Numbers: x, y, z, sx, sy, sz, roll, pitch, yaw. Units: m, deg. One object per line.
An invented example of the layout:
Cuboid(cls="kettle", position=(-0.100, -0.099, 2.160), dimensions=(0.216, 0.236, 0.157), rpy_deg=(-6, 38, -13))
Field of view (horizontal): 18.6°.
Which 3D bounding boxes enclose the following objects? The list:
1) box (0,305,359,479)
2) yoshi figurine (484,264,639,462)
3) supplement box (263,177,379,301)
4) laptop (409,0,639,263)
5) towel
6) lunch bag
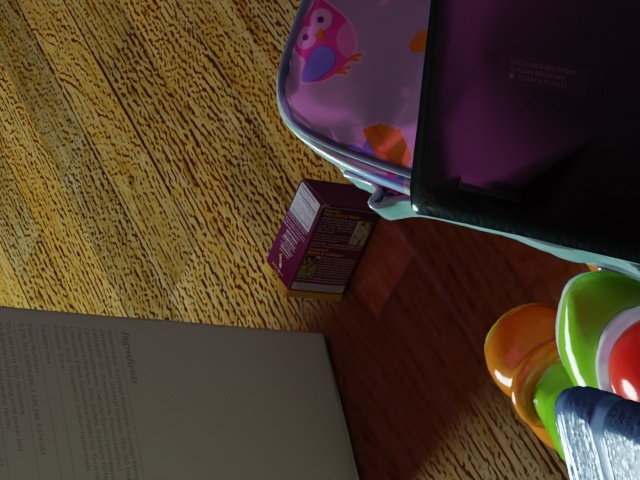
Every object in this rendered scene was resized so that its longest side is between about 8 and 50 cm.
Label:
Cuboid(cls="box", position=(-0.174, 0.176, 1.448), dimensions=(0.215, 0.345, 0.168), rpy_deg=(-44, 51, 44))
Cuboid(cls="yoshi figurine", position=(0.242, 0.120, 1.012), dimensions=(0.362, 0.203, 0.203), rpy_deg=(-133, 38, -63))
Cuboid(cls="supplement box", position=(0.000, 0.000, 1.484), dimensions=(0.043, 0.055, 0.083), rpy_deg=(51, 125, 47))
Cuboid(cls="laptop", position=(0.278, -0.190, 0.871), dimensions=(0.382, 0.236, 0.408), rpy_deg=(14, 108, 24))
Cuboid(cls="towel", position=(0.149, 0.106, 0.922), dimensions=(0.119, 0.029, 0.067), rpy_deg=(-164, 59, -72))
Cuboid(cls="lunch bag", position=(0.124, -0.098, 0.984), dimensions=(0.279, 0.108, 0.224), rpy_deg=(19, 90, 23))
